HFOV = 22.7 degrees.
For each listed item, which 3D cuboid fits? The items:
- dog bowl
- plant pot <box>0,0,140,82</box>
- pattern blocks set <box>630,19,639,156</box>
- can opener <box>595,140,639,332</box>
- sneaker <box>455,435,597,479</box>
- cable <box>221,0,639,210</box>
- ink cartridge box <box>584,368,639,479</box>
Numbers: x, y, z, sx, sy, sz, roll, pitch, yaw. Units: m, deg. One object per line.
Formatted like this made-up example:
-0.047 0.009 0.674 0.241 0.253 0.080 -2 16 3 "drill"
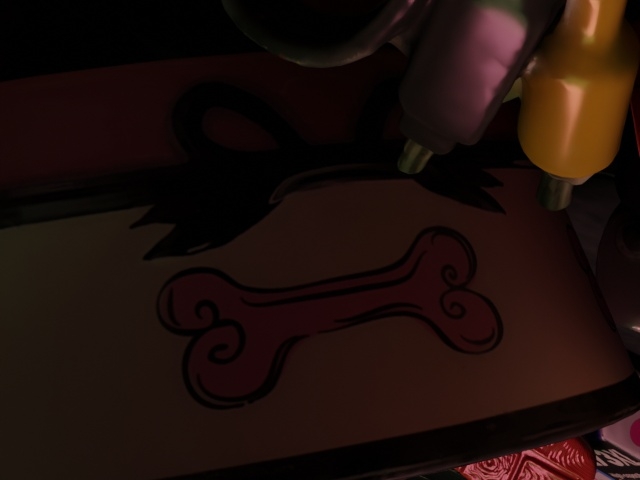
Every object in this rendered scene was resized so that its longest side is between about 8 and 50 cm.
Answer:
-0.079 0.025 0.672 0.408 0.150 0.408 -8 177 0 "dog bowl"
-0.232 -0.020 0.892 0.215 0.230 0.215 24 165 7 "plant pot"
0.137 0.112 0.524 0.026 0.324 0.285 -11 131 14 "pattern blocks set"
0.250 0.040 0.681 0.280 0.074 0.093 21 168 6 "can opener"
0.109 0.099 1.151 0.221 0.087 0.128 29 -152 12 "sneaker"
0.057 -0.104 0.415 0.139 0.072 0.287 34 148 2 "cable"
0.263 0.170 1.189 0.371 0.069 0.176 34 165 -11 "ink cartridge box"
